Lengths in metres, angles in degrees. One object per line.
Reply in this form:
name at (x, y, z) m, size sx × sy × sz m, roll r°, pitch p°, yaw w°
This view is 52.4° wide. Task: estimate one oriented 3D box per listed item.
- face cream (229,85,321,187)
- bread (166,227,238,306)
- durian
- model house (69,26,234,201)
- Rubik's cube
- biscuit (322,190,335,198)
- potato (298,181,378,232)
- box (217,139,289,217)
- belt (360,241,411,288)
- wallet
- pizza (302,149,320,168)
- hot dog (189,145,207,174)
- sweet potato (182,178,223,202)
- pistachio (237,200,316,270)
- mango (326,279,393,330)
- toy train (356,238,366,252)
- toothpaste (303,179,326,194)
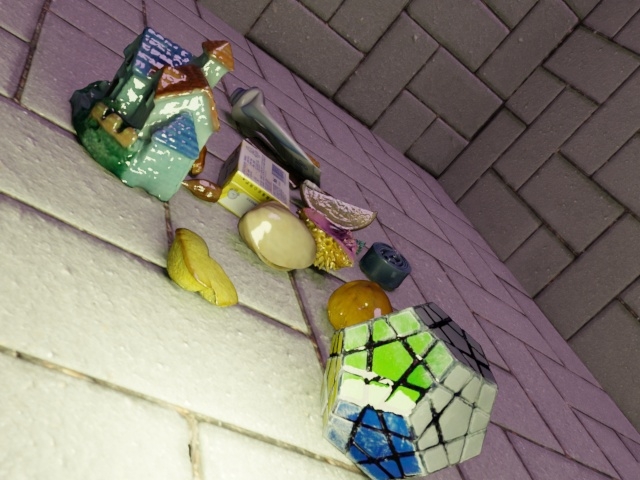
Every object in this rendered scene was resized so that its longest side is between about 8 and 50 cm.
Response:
face cream at (-0.142, -0.349, 2.176) m, size 0.420 × 0.137 × 0.235 m, roll 46°, pitch -8°, yaw 6°
bread at (-0.221, 0.057, 1.190) m, size 0.149 × 0.065 × 0.188 m, roll 41°, pitch 11°, yaw -40°
durian at (0.001, -0.001, 1.710) m, size 0.191 × 0.112 × 0.341 m, roll 30°, pitch 11°, yaw -5°
model house at (-0.328, -0.308, 1.381) m, size 0.251 × 0.329 × 0.295 m, roll 33°, pitch 18°, yaw -36°
Rubik's cube at (0.145, 0.258, 1.131) m, size 0.319 × 0.319 × 0.264 m, roll 42°, pitch 44°, yaw 2°
biscuit at (0.053, -0.101, 2.168) m, size 0.175 × 0.026 × 0.124 m, roll 39°, pitch 21°, yaw -6°
potato at (0.033, -0.073, 2.003) m, size 0.261 × 0.100 × 0.120 m, roll 20°, pitch -23°, yaw -9°
box at (-0.172, -0.143, 1.684) m, size 0.168 × 0.097 × 0.265 m, roll 35°, pitch 18°, yaw -20°
belt at (0.199, 0.075, 1.967) m, size 0.141 × 0.082 × 0.190 m, roll 43°, pitch 18°, yaw 14°
wallet at (-0.147, -0.254, 2.105) m, size 0.232 × 0.031 × 0.122 m, roll 42°, pitch 20°, yaw 5°
pizza at (-0.057, -0.288, 2.361) m, size 0.099 × 0.036 × 0.160 m, roll 47°, pitch 18°, yaw 15°
hot dog at (-0.320, -0.216, 1.633) m, size 0.071 × 0.045 × 0.165 m, roll 33°, pitch 20°, yaw -21°
sweet potato at (-0.282, -0.120, 1.503) m, size 0.117 × 0.049 × 0.049 m, roll 17°, pitch 28°, yaw -31°
pistachio at (-0.098, -0.009, 1.494) m, size 0.223 × 0.126 × 0.152 m, roll 29°, pitch 55°, yaw -46°
mango at (0.094, 0.181, 1.439) m, size 0.156 × 0.151 × 0.249 m, roll 5°, pitch 33°, yaw -7°
toy train at (0.114, 0.015, 2.025) m, size 0.045 × 0.029 × 0.092 m, roll 26°, pitch 13°, yaw 4°
toothpaste at (0.012, -0.133, 2.053) m, size 0.190 × 0.031 × 0.048 m, roll 37°, pitch 2°, yaw -40°
